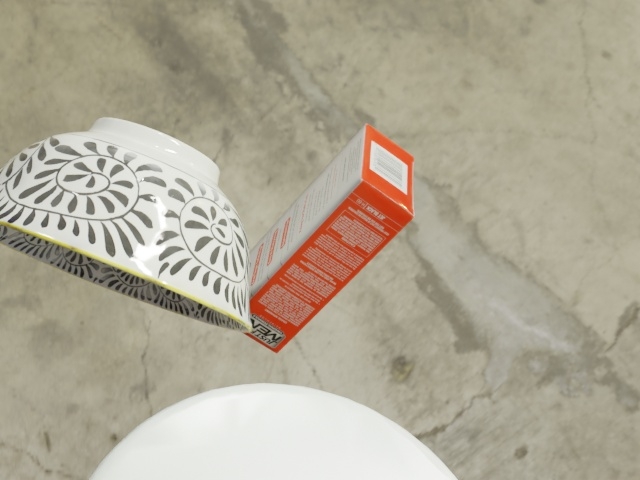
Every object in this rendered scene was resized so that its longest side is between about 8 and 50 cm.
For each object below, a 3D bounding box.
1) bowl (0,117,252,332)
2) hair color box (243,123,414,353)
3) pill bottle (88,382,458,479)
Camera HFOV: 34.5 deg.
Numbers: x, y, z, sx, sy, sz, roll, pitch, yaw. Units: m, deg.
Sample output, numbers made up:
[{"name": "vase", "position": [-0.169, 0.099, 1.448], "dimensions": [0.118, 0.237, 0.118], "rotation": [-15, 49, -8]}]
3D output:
[{"name": "bowl", "position": [-0.103, -0.016, 0.564], "dimensions": [0.170, 0.170, 0.080], "rotation": [22, 80, -3]}, {"name": "hair color box", "position": [0.000, 0.000, 0.658], "dimensions": [0.043, 0.141, 0.072], "rotation": [34, 31, -17]}, {"name": "pill bottle", "position": [-0.068, 0.252, 0.538], "dimensions": [0.224, 0.392, 0.224], "rotation": [12, 49, -14]}]
